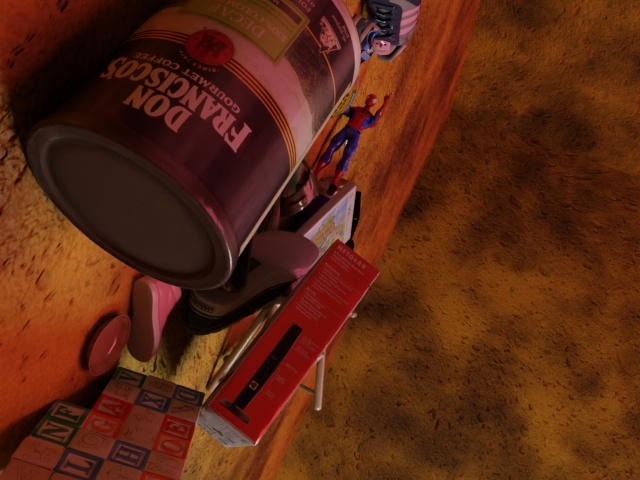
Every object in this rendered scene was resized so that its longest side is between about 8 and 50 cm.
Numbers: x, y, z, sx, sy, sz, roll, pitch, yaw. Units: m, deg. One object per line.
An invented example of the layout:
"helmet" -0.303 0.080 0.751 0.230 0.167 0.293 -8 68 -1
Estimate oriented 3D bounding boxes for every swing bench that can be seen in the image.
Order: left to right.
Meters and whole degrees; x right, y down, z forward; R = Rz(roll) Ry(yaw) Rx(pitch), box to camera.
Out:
"swing bench" -0.076 0.234 1.402 0.253 0.165 0.255 16 94 -61

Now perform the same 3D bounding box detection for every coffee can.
"coffee can" -0.106 -0.121 0.617 0.202 0.201 0.275 96 20 -56

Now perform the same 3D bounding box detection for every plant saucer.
"plant saucer" -0.271 0.130 0.814 0.083 0.015 0.084 23 90 -79

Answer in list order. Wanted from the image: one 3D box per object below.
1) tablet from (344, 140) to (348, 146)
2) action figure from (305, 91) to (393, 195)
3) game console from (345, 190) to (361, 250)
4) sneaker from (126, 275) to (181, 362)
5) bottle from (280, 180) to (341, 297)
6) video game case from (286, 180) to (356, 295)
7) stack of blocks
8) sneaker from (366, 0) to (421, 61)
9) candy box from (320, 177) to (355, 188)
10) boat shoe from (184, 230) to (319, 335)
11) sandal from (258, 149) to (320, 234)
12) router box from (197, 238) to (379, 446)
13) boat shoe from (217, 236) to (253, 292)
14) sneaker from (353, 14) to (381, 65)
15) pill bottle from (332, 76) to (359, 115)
"tablet" 0.083 -0.276 1.652 0.083 0.006 0.054 -50 160 -53
"action figure" 0.069 -0.247 1.427 0.280 0.091 0.139 -60 176 -29
"game console" 0.066 0.042 1.833 0.213 0.043 0.361 107 -7 -48
"sneaker" -0.223 0.100 0.881 0.070 0.050 0.134 -37 145 -58
"bottle" -0.022 0.003 1.501 0.118 0.092 0.283 -33 144 -67
"video game case" 0.000 0.000 1.371 0.212 0.023 0.193 -45 157 -28
"stack of blocks" -0.250 0.260 0.765 0.297 0.171 0.087 -97 -152 -76
"sneaker" 0.145 -0.454 1.329 0.319 0.112 0.131 -8 118 -75
"candy box" 0.029 -0.101 1.634 0.109 0.053 0.186 -69 167 13
"boat shoe" -0.117 0.077 1.137 0.306 0.113 0.105 -37 157 -52
"sandal" -0.046 -0.085 1.232 0.120 0.086 0.303 -48 159 -52
"router box" -0.069 0.177 1.022 0.301 0.082 0.335 -52 180 -23
"boat shoe" -0.129 -0.054 0.913 0.109 0.091 0.305 -52 161 -53
"sneaker" 0.073 -0.374 1.289 0.053 0.059 0.144 -34 146 -73
"pill bottle" -0.007 -0.249 1.025 0.208 0.117 0.118 -40 151 -67
